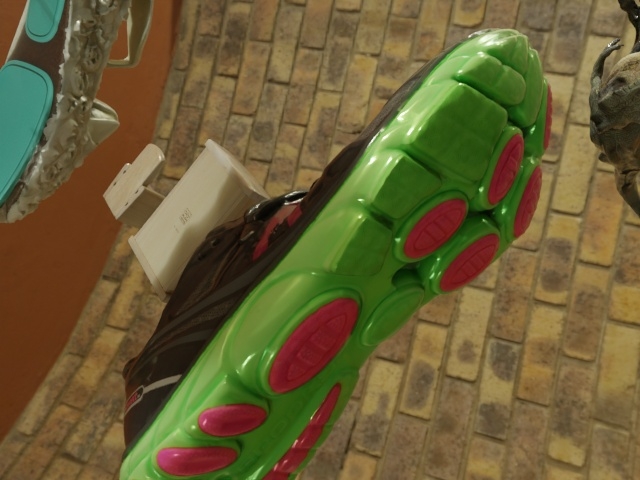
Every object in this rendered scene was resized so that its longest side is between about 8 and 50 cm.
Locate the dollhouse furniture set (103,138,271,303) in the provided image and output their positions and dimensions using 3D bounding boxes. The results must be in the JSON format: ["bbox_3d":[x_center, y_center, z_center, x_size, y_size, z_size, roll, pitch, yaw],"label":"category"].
[{"bbox_3d":[-0.135,-0.016,0.881,0.198,0.286,0.303,-48,-35,9],"label":"dollhouse furniture set"}]

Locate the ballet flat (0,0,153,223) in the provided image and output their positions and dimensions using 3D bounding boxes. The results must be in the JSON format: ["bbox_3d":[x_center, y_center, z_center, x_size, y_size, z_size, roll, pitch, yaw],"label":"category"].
[{"bbox_3d":[-0.270,-0.193,0.595,0.409,0.147,0.147,-65,-14,12],"label":"ballet flat"}]

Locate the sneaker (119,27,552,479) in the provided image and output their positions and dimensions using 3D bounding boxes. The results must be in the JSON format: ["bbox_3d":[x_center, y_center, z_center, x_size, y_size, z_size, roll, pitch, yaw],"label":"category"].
[{"bbox_3d":[0.000,0.000,0.442,0.483,0.202,0.185,-45,-47,-4],"label":"sneaker"}]

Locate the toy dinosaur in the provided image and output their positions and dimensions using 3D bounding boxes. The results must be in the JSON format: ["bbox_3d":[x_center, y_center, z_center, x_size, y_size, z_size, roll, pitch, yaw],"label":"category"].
[{"bbox_3d":[0.225,-0.090,0.365,0.268,0.064,0.118,24,-94,-53],"label":"toy dinosaur"}]
